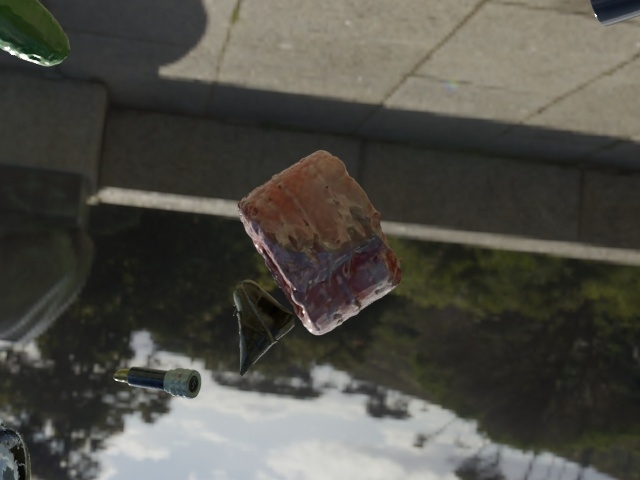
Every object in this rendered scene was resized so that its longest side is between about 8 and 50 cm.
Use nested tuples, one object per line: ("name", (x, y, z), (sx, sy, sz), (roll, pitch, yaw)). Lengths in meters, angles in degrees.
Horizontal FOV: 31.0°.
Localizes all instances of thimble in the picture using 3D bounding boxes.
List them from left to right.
("thimble", (0.000, 0.000, 1.601), (0.162, 0.239, 0.239), (-30, 176, -6))

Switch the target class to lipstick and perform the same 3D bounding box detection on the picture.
("lipstick", (-0.204, 0.171, 1.424), (0.116, 0.037, 0.037), (5, 174, 27))

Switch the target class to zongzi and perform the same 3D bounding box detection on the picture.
("zongzi", (-0.113, 0.125, 1.717), (0.109, 0.119, 0.055), (41, 168, 20))

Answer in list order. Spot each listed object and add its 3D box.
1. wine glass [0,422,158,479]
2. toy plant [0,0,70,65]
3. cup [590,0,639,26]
("wine glass", (-0.201, 0.316, 1.162), (0.357, 0.190, 0.190), (27, 162, -32))
("toy plant", (-0.543, -0.395, 1.632), (0.317, 0.210, 0.356), (39, 172, 19))
("cup", (0.356, -0.300, 1.340), (0.077, 0.078, 0.100), (-9, 164, 33))
